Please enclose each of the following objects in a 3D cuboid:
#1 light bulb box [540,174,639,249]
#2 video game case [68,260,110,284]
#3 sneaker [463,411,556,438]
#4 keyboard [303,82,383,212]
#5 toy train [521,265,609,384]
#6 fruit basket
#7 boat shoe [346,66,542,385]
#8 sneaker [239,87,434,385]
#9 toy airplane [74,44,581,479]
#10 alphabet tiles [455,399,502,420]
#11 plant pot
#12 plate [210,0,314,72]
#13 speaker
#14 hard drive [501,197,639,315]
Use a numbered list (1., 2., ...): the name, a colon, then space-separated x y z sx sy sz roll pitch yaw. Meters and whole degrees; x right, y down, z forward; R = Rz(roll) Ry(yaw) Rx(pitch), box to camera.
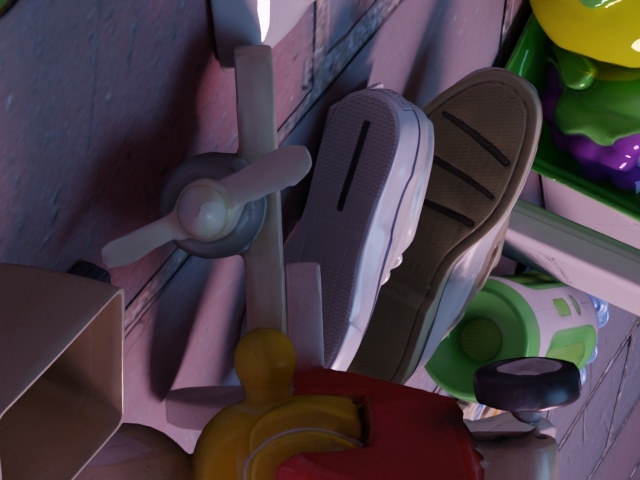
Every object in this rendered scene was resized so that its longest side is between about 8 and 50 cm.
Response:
1. light bulb box: 0.463 -0.140 2.062 0.361 0.358 0.225 -61 163 -14
2. video game case: -0.190 0.169 1.195 0.196 0.026 0.274 -50 157 -43
3. sneaker: 0.051 0.165 1.603 0.292 0.169 0.108 -20 142 -43
4. keyboard: 0.000 0.000 1.521 0.072 0.014 0.256 -37 147 -54
5. toy train: 0.262 0.082 2.188 0.080 0.105 0.184 -53 159 -54
6. fruit basket: 0.304 -0.208 1.746 0.392 0.283 0.392 -64 179 -2
7. boat shoe: 0.098 -0.015 1.636 0.302 0.113 0.103 -62 166 24
8. sneaker: 0.023 0.016 1.455 0.091 0.094 0.258 7 109 -57
9. toy airplane: -0.036 0.132 1.216 0.272 0.386 0.384 -7 144 -21
10. alphabet tiles: 0.127 0.288 2.215 0.278 0.021 0.284 -39 148 -53
11. plant pot: -0.170 0.072 1.020 0.109 0.096 0.109 -49 157 -40
12. plate: 0.018 -0.270 1.185 0.277 0.045 0.278 -54 158 -29
13. speaker: 0.192 0.093 1.983 0.131 0.131 0.296 -68 161 8
14. hard drive: 0.289 0.036 1.887 0.040 0.307 0.203 -65 162 -4
